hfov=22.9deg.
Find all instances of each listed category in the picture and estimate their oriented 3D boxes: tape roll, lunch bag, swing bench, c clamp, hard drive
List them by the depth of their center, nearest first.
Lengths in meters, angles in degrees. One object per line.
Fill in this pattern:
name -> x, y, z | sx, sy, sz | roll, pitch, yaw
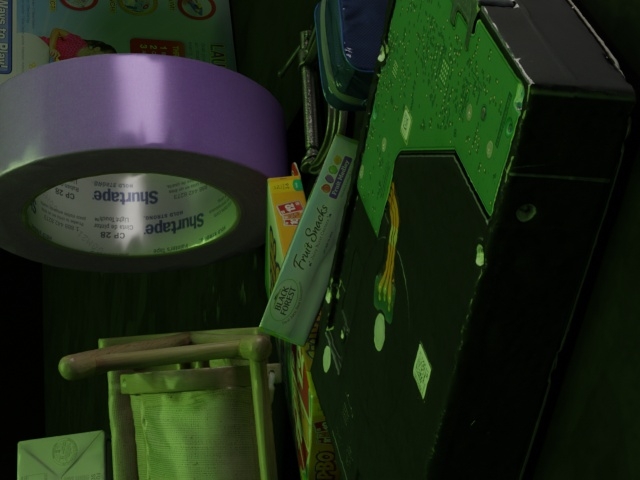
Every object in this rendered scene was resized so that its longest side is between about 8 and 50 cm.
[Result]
hard drive -> 0.070, 0.011, 0.884 | 0.237, 0.064, 0.339 | -110, 26, -56
lunch bag -> 0.035, -0.129, 1.037 | 0.065, 0.067, 0.098 | 124, 145, -64
swing bench -> -0.103, 0.202, 1.255 | 0.255, 0.165, 0.253 | 94, 171, -89
c clamp -> -0.001, -0.117, 1.277 | 0.137, 0.022, 0.161 | 120, 151, -50
tape roll -> -0.165, -0.060, 1.380 | 0.275, 0.274, 0.090 | 123, 147, -62

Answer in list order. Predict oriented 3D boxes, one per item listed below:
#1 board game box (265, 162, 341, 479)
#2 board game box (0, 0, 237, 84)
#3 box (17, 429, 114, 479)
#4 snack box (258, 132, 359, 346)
board game box -> -0.015, 0.065, 1.230 | 0.259, 0.039, 0.124 | -99, 9, -47
board game box -> -0.240, -0.151, 1.634 | 0.086, 0.302, 0.308 | 111, 157, -51
box -> -0.187, 0.300, 1.509 | 0.290, 0.087, 0.169 | 54, -151, -61
snack box -> 0.000, 0.000, 1.083 | 0.100, 0.037, 0.141 | 38, -106, -88
